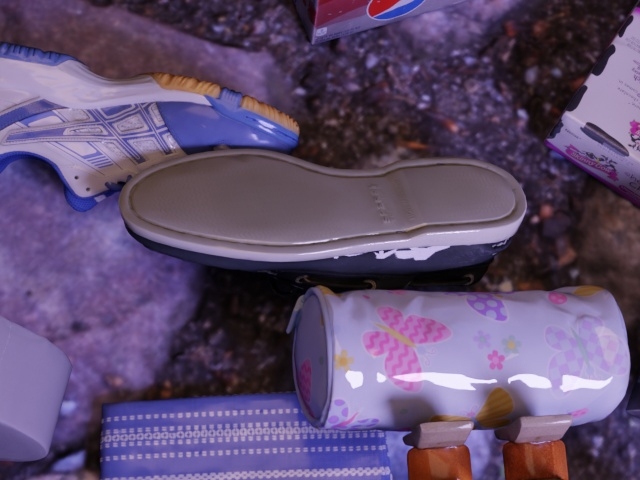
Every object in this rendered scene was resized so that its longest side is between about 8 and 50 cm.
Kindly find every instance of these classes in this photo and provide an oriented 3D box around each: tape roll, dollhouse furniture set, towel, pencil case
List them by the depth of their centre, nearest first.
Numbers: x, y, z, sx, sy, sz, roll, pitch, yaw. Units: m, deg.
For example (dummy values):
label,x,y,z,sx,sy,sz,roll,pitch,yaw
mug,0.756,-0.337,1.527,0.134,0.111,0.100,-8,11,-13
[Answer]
label,x,y,z,sx,sy,sz,roll,pitch,yaw
tape roll,-0.302,0.100,0.956,0.219,0.219,0.072,12,67,-1
dollhouse furniture set,0.183,0.270,0.983,0.259,0.135,0.262,-3,78,-6
towel,-0.053,0.287,1.013,0.243,0.040,0.336,-2,67,-5
pencil case,0.114,0.091,1.039,0.273,0.113,0.124,-1,60,-16

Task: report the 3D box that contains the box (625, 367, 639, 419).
label,x,y,z,sx,sy,sz,roll,pitch,yaw
box,0.418,0.059,1.083,0.242,0.076,0.307,30,69,-13

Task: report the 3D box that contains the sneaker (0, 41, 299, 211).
label,x,y,z,sx,sy,sz,roll,pitch,yaw
sneaker,-0.170,-0.083,1.119,0.297,0.112,0.131,9,86,0

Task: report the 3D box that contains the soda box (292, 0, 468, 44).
label,x,y,z,sx,sy,sz,roll,pitch,yaw
soda box,0.102,-0.274,1.211,0.263,0.092,0.083,-18,71,-12

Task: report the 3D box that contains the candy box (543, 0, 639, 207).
label,x,y,z,sx,sy,sz,roll,pitch,yaw
candy box,0.339,-0.144,1.195,0.159,0.071,0.233,35,69,6

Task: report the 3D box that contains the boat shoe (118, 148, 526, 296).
label,x,y,z,sx,sy,sz,roll,pitch,yaw
boat shoe,0.000,-0.003,1.087,0.340,0.113,0.127,-5,48,-15
